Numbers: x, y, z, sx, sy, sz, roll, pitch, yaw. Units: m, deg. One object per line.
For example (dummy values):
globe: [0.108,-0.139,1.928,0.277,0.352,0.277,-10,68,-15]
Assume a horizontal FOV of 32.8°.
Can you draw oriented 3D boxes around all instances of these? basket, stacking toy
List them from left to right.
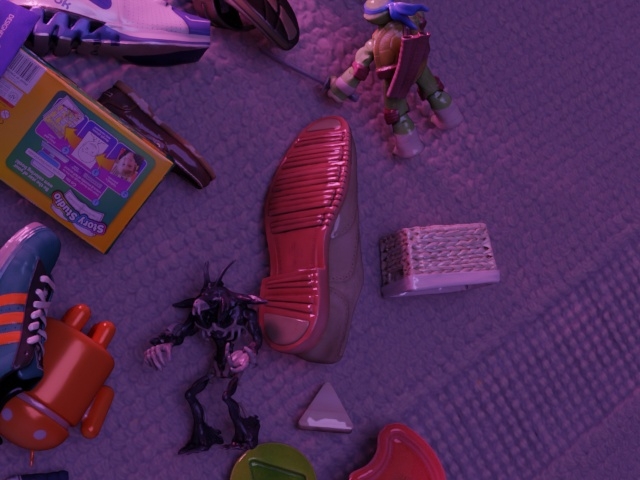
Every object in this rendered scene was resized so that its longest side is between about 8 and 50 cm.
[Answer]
stacking toy: [0.019,0.401,1.663,0.279,0.130,0.309,41,63,15]
basket: [0.188,0.032,1.759,0.167,0.113,0.103,-5,82,-24]

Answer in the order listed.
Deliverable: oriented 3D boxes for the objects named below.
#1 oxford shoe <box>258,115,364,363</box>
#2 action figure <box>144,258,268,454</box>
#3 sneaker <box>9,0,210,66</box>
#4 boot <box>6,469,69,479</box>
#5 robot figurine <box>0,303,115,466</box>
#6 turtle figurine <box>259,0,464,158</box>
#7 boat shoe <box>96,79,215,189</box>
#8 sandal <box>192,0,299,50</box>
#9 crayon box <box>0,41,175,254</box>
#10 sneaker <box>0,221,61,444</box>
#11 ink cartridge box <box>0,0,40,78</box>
oxford shoe: [0.000,0.000,1.696,0.146,0.140,0.397,34,61,-50]
action figure: [-0.154,0.167,1.567,0.164,0.141,0.275,-5,90,20]
sneaker: [-0.313,-0.362,1.593,0.316,0.127,0.182,2,83,-21]
boot: [-0.375,0.411,1.482,0.086,0.069,0.190,-5,83,-21]
robot figurine: [-0.367,0.194,1.487,0.219,0.128,0.158,-58,144,-20]
turtle figurine: [0.104,-0.284,1.776,0.266,0.275,0.198,61,41,-26]
boat shoe: [-0.252,-0.143,1.620,0.207,0.073,0.073,42,70,-5]
sandal: [-0.163,-0.385,1.686,0.303,0.086,0.120,32,33,1]
crayon box: [-0.363,-0.129,1.527,0.278,0.081,0.165,38,94,-13]
sneaker: [-0.394,0.125,1.401,0.121,0.108,0.302,21,71,9]
ink cartridge box: [-0.571,-0.255,1.391,0.307,0.072,0.303,22,64,4]
